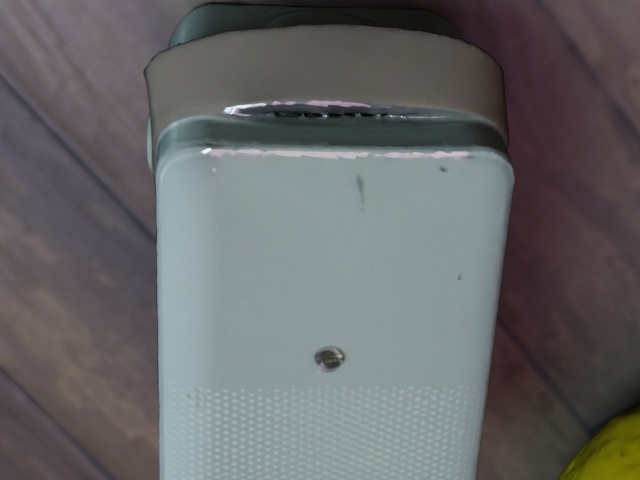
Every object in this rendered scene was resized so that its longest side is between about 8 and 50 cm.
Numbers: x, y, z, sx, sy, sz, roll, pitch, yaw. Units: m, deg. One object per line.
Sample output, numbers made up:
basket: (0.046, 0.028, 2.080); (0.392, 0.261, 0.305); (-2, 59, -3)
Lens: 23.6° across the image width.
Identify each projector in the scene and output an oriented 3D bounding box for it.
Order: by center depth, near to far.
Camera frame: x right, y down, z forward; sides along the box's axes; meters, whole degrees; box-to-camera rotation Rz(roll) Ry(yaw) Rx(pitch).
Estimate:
projector: (0.000, 0.000, 0.732); (0.163, 0.177, 0.242); (-1, 119, -5)

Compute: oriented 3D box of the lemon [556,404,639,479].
lemon: (0.226, 0.203, 0.821); (0.233, 0.233, 0.288); (-16, 124, 6)
